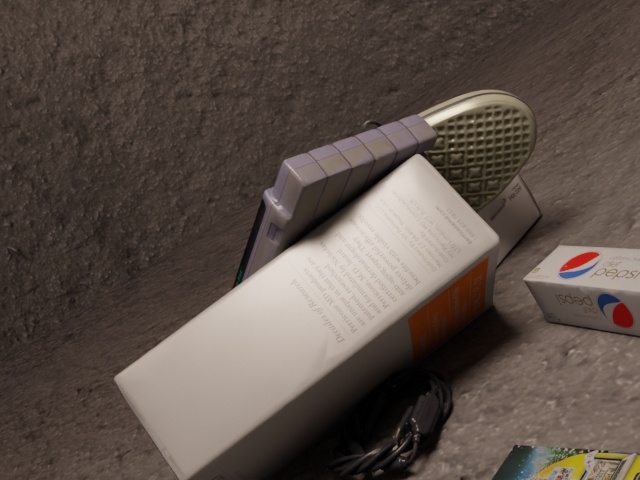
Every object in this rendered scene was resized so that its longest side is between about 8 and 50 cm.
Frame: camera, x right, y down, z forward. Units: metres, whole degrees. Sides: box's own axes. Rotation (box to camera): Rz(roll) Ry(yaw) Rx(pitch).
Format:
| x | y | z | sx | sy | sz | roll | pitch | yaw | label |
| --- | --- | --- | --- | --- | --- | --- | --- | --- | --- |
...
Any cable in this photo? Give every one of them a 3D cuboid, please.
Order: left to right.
| x | y | z | sx | sy | sz | roll | pitch | yaw | label |
| --- | --- | --- | --- | --- | --- | --- | --- | --- | --- |
| 0.084 | 0.220 | 1.116 | 0.151 | 0.047 | 0.184 | -32 | 14 | 31 | cable |

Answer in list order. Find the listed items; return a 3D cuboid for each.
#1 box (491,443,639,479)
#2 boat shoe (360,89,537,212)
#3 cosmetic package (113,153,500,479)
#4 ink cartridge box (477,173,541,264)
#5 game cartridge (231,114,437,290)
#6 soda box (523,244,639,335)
| x | y | z | sx | sy | sz | roll | pitch | yaw | label |
| --- | --- | --- | --- | --- | --- | --- | --- | --- | --- |
| 0.178 | 0.270 | 0.774 | 0.159 | 0.044 | 0.233 | -12 | 27 | 52 | box |
| 0.096 | -0.082 | 1.374 | 0.500 | 0.187 | 0.156 | -35 | 31 | 36 | boat shoe |
| -0.001 | 0.121 | 1.162 | 0.453 | 0.161 | 0.230 | -36 | -23 | -8 | cosmetic package |
| 0.210 | -0.019 | 1.456 | 0.158 | 0.092 | 0.218 | -44 | 17 | -30 | ink cartridge box |
| 0.000 | 0.000 | 1.221 | 0.230 | 0.068 | 0.355 | -18 | -32 | -33 | game cartridge |
| 0.332 | 0.055 | 1.050 | 0.074 | 0.069 | 0.216 | -39 | 18 | -19 | soda box |
